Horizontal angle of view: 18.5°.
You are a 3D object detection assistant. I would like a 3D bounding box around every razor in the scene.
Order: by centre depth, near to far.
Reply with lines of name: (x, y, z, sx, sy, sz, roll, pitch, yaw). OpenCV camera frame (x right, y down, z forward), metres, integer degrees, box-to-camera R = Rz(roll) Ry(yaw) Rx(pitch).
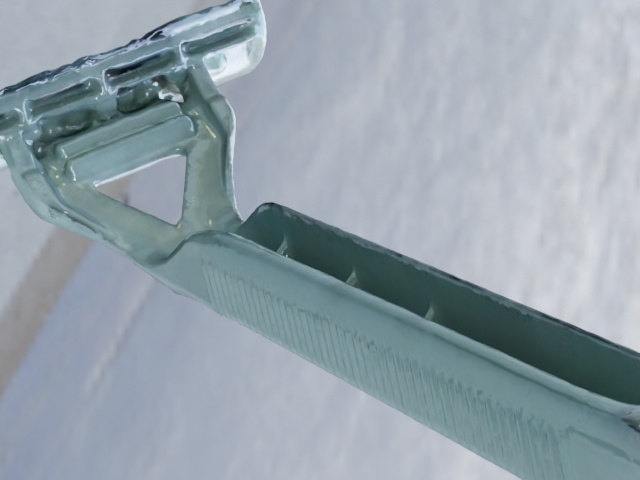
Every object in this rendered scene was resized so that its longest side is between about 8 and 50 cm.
razor: (0.002, 0.010, 0.472, 0.111, 0.278, 0.056, -24, 121, -24)
